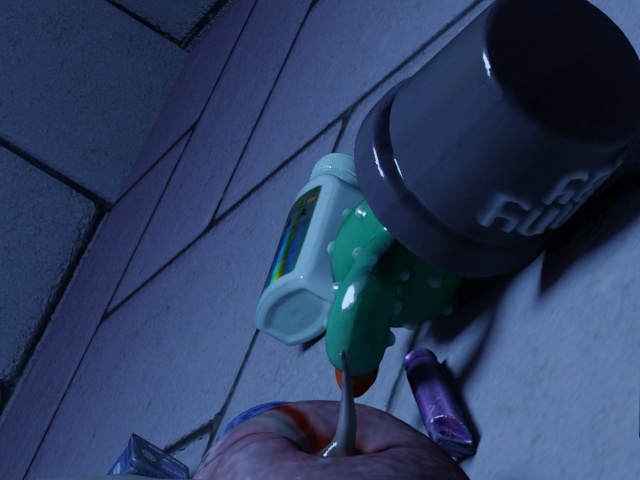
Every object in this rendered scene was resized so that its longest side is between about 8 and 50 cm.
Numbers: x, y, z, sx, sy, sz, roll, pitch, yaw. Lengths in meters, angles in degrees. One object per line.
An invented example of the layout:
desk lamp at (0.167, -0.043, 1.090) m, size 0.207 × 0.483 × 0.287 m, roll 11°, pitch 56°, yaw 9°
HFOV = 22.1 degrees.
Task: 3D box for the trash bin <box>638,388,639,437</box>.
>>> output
trash bin at (0.223, 0.084, 0.974) m, size 0.043 × 0.061 × 0.092 m, roll -44°, pitch 23°, yaw 44°

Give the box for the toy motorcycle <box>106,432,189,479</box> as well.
toy motorcycle at (-0.213, 0.353, 1.747) m, size 0.212 × 0.125 × 0.358 m, roll -54°, pitch 15°, yaw 8°

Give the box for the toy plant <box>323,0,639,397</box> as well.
toy plant at (0.103, -0.032, 1.367) m, size 0.400 × 0.185 × 0.279 m, roll -50°, pitch 21°, yaw 53°

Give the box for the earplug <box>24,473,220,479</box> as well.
earplug at (-0.065, 0.334, 0.850) m, size 0.313 × 0.313 × 0.394 m, roll 174°, pitch 100°, yaw -72°

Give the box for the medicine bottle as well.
medicine bottle at (0.000, 0.000, 1.831) m, size 0.121 × 0.083 × 0.229 m, roll -47°, pitch 17°, yaw 46°

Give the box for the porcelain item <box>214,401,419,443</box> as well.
porcelain item at (-0.006, 0.202, 1.366) m, size 0.259 × 0.141 × 0.141 m, roll -13°, pitch 47°, yaw 57°

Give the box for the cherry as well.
cherry at (0.008, 0.216, 1.122) m, size 0.236 × 0.213 × 0.285 m, roll -57°, pitch -24°, yaw -85°

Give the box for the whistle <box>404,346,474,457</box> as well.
whistle at (0.095, 0.132, 1.348) m, size 0.033 × 0.033 × 0.176 m, roll -55°, pitch 15°, yaw 13°
